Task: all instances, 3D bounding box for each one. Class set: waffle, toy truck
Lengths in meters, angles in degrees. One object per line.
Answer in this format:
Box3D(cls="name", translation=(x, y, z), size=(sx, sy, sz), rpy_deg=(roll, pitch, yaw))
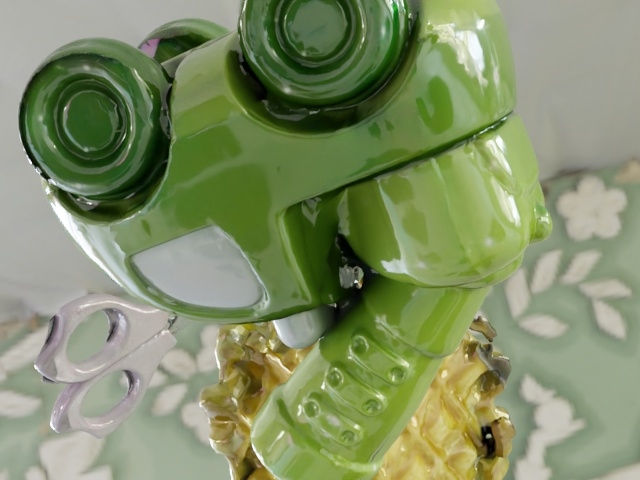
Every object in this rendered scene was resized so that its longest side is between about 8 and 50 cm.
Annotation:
Box3D(cls="waffle", translation=(0.037, 0.122, 0.920), size=(0.280, 0.262, 0.060), rpy_deg=(-9, 11, -42))
Box3D(cls="toy truck", translation=(0.006, -0.020, 0.543), size=(0.187, 0.210, 0.148), rpy_deg=(-38, -1, 19))

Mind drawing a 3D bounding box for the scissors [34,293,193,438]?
Box3D(cls="scissors", translation=(-0.079, 0.041, 0.789), size=(0.189, 0.015, 0.100), rpy_deg=(-34, -42, -29))
